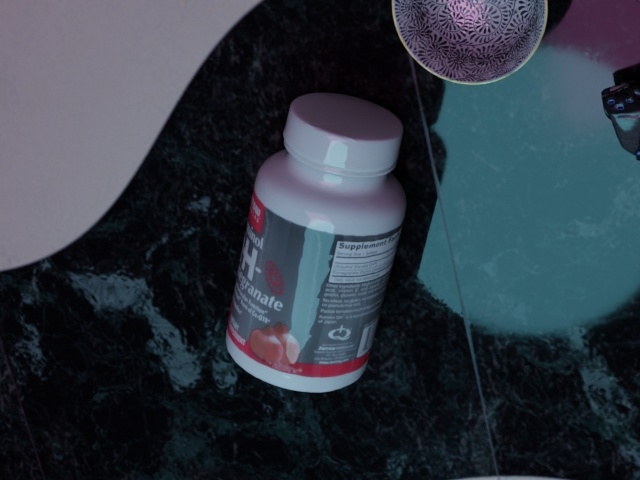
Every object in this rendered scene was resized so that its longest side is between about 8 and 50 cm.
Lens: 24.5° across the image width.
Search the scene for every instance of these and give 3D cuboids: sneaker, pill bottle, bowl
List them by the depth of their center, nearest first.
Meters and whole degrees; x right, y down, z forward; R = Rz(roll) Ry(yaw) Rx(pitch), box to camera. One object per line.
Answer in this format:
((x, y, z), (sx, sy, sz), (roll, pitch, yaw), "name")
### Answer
((0.355, -0.177, 1.540), (0.121, 0.079, 0.217), (4, 114, 18), "sneaker")
((0.168, -0.259, 1.578), (0.170, 0.080, 0.170), (8, 113, 18), "bowl")
((0.000, 0.000, 1.697), (0.176, 0.176, 0.318), (19, 117, 13), "pill bottle")
